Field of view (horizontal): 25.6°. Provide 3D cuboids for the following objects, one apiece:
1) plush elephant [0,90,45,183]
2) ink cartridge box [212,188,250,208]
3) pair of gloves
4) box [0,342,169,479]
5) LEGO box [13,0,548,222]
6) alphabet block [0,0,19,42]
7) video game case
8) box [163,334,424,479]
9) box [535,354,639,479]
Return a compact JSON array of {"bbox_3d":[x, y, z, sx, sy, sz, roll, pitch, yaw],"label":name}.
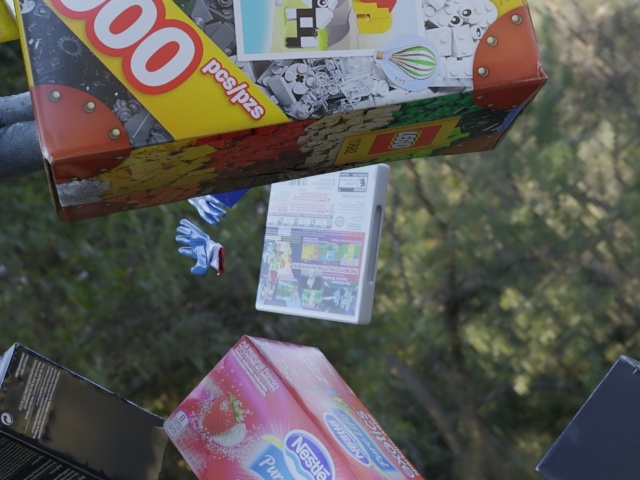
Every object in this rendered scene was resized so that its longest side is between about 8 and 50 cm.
[{"bbox_3d":[-0.409,-0.158,1.363,0.272,0.255,0.330,-20,5,-39],"label":"plush elephant"},{"bbox_3d":[-0.050,-0.133,1.389,0.097,0.046,0.207,-41,20,43],"label":"ink cartridge box"},{"bbox_3d":[-0.191,-0.031,2.257,0.023,0.159,0.198,-13,-67,-29],"label":"pair of gloves"},{"bbox_3d":[-0.298,0.231,1.402,0.261,0.184,0.103,-37,29,40],"label":"box"},{"bbox_3d":[-0.073,-0.298,1.130,0.373,0.500,0.193,-11,-12,-9],"label":"LEGO box"},{"bbox_3d":[-0.572,-0.411,2.118,0.194,0.197,0.192,-14,-30,4],"label":"alphabet block"},{"bbox_3d":[0.000,0.000,1.660,0.023,0.201,0.183,9,-93,-38],"label":"video game case"},{"bbox_3d":[0.000,0.214,1.215,0.122,0.257,0.128,-48,-29,15],"label":"box"},{"bbox_3d":[0.465,0.310,1.769,0.179,0.312,0.343,-53,-18,5],"label":"box"}]
